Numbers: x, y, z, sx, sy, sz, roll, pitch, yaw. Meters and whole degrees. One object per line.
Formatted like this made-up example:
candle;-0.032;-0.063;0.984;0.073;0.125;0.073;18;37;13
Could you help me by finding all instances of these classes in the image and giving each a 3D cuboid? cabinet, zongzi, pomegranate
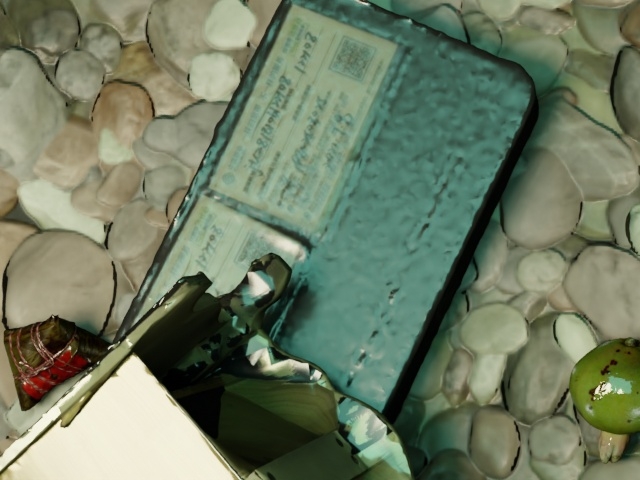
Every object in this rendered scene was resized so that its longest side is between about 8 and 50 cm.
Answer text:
cabinet;-0.078;0.216;1.241;0.318;0.227;0.290;-44;80;11
zongzi;-0.198;0.075;1.407;0.083;0.073;0.067;-18;59;5
pomegranate;0.214;0.110;1.334;0.073;0.073;0.084;-24;114;5

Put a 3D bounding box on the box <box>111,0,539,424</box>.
box;0.000;0.000;1.394;0.211;0.058;0.350;25;85;15
